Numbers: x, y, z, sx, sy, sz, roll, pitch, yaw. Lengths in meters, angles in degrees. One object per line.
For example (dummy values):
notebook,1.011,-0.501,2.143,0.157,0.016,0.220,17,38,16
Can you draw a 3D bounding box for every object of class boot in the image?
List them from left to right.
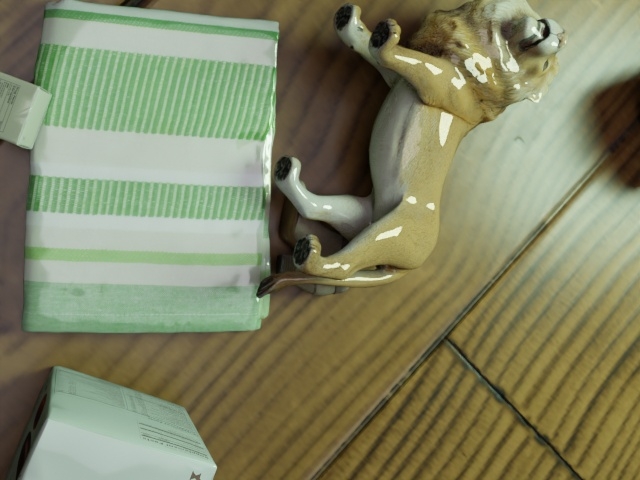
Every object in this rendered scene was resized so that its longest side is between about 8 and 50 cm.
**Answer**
boot,0.000,0.000,0.898,0.086,0.042,0.119,10,91,-23

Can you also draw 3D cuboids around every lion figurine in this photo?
lion figurine,0.096,-0.091,0.873,0.240,0.142,0.392,21,97,-38

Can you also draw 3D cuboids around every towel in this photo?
towel,-0.166,-0.069,0.845,0.247,0.038,0.325,2,94,-15

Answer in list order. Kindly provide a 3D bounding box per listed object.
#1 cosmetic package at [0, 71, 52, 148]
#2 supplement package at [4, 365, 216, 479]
cosmetic package,-0.317,-0.132,0.775,0.115,0.041,0.060,22,90,0
supplement package,-0.211,0.244,0.762,0.149,0.203,0.194,22,87,-17
